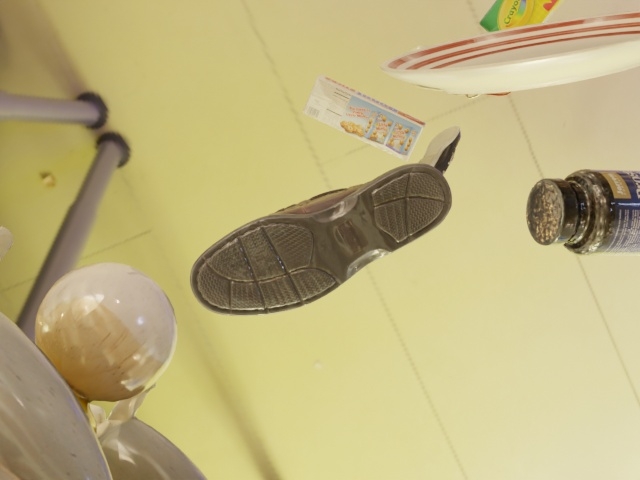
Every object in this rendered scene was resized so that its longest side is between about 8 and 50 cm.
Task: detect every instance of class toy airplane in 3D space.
[{"bbox_3d":[-0.140,0.144,0.691,0.384,0.272,0.386,31,160,-28],"label":"toy airplane"}]

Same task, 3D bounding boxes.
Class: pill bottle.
[{"bbox_3d":[0.405,-0.038,1.669,0.219,0.123,0.122,0,114,-24],"label":"pill bottle"}]

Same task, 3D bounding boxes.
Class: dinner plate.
[{"bbox_3d":[0.096,-0.079,0.504,0.141,0.141,0.017,-7,105,16],"label":"dinner plate"}]

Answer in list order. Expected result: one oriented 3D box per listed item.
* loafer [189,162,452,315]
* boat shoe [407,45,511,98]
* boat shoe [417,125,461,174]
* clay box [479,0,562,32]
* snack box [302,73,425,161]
[{"bbox_3d":[0.000,0.000,1.329,0.303,0.095,0.109,-23,98,-3],"label":"loafer"},{"bbox_3d":[0.158,-0.179,1.325,0.137,0.043,0.049,11,144,-25],"label":"boat shoe"},{"bbox_3d":[0.190,-0.132,1.865,0.046,0.125,0.038,-12,123,42],"label":"boat shoe"},{"bbox_3d":[0.242,-0.282,1.148,0.053,0.127,0.222,38,103,3],"label":"clay box"},{"bbox_3d":[0.066,-0.186,1.811,0.178,0.022,0.064,25,114,1],"label":"snack box"}]
